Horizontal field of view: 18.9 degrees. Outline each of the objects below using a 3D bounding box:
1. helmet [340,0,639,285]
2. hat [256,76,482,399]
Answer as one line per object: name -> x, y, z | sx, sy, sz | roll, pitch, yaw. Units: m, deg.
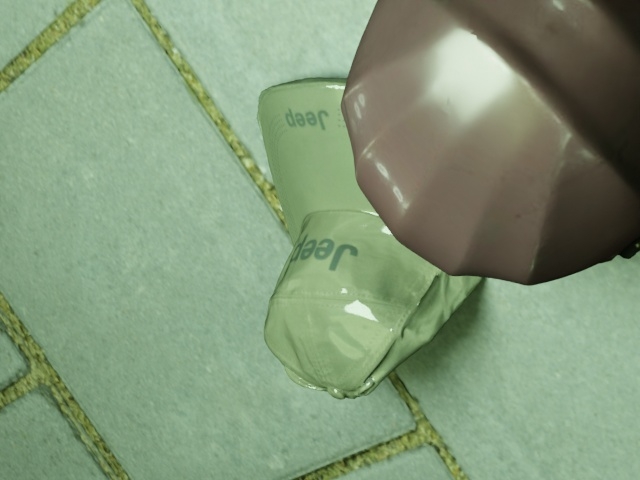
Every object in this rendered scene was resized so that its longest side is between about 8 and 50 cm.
helmet -> 0.128, -0.083, 1.363 | 0.271, 0.197, 0.338 | 46, 140, 6
hat -> 0.000, 0.000, 1.608 | 0.214, 0.149, 0.245 | -8, 123, 47
